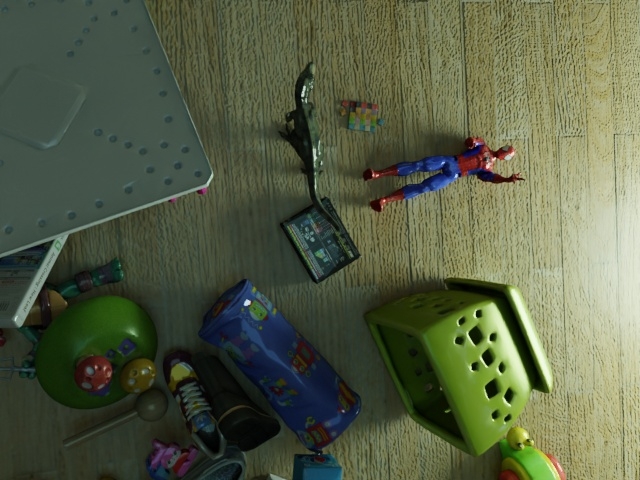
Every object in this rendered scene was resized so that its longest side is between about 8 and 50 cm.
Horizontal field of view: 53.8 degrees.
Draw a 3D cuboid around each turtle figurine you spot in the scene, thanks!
[{"bbox_3d":[-0.416,0.102,0.948,0.234,0.118,0.175,-11,114,-29],"label":"turtle figurine"}]

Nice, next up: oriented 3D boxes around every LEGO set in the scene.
[{"bbox_3d":[-0.302,0.398,1.002,0.093,0.087,0.227,36,81,-17],"label":"LEGO set"}]

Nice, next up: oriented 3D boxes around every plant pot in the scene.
[{"bbox_3d":[0.240,0.187,1.062,0.207,0.227,0.228,-26,98,-17],"label":"plant pot"}]

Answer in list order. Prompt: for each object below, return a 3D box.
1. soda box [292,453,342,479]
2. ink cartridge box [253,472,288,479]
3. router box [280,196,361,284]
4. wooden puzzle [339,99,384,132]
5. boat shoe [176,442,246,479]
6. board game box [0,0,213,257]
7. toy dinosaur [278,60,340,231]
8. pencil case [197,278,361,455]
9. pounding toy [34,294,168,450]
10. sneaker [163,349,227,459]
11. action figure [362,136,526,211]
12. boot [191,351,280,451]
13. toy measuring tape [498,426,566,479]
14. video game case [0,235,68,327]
[{"bbox_3d":[-0.013,0.461,1.024,0.067,0.071,0.210,5,89,-15],"label":"soda box"},{"bbox_3d":[-0.058,0.474,1.083,0.181,0.061,0.104,26,86,-14],"label":"ink cartridge box"},{"bbox_3d":[0.000,0.000,1.083,0.092,0.038,0.123,-31,99,-11],"label":"router box"},{"bbox_3d":[0.073,-0.217,1.105,0.083,0.006,0.050,5,92,-14],"label":"wooden puzzle"},{"bbox_3d":[-0.212,0.429,1.031,0.227,0.081,0.079,-44,99,-9],"label":"boat shoe"},{"bbox_3d":[-0.398,-0.179,0.899,0.389,0.050,0.390,-20,74,-12],"label":"board game box"},{"bbox_3d":[-0.020,-0.146,1.029,0.064,0.118,0.268,-13,97,-12],"label":"toy dinosaur"},{"bbox_3d":[-0.068,0.207,1.039,0.306,0.133,0.119,49,41,-12],"label":"pencil case"},{"bbox_3d":[-0.307,0.208,0.935,0.182,0.110,0.237,-20,119,-32],"label":"pounding toy"},{"bbox_3d":[-0.198,0.265,1.026,0.069,0.084,0.186,-28,99,-11],"label":"sneaker"},{"bbox_3d":[0.229,-0.122,1.086,0.280,0.139,0.092,-17,98,-15],"label":"action figure"},{"bbox_3d":[-0.137,0.260,1.030,0.076,0.198,0.137,-32,62,-10],"label":"boot"},{"bbox_3d":[0.408,0.505,1.172,0.121,0.121,0.330,-17,97,-12],"label":"toy measuring tape"},{"bbox_3d":[-0.472,0.038,0.875,0.212,0.193,0.023,-2,137,12],"label":"video game case"}]
